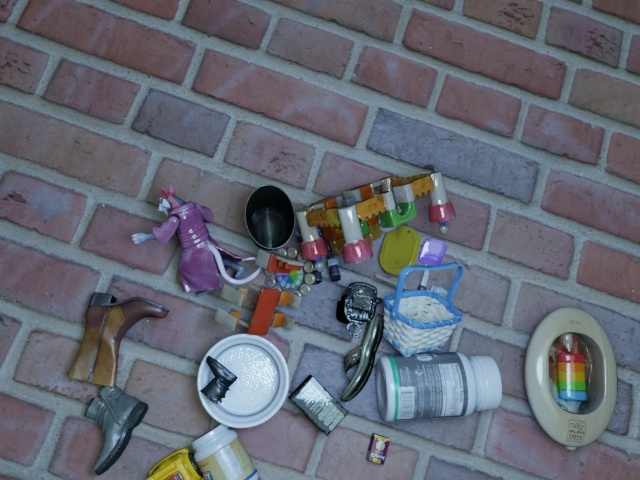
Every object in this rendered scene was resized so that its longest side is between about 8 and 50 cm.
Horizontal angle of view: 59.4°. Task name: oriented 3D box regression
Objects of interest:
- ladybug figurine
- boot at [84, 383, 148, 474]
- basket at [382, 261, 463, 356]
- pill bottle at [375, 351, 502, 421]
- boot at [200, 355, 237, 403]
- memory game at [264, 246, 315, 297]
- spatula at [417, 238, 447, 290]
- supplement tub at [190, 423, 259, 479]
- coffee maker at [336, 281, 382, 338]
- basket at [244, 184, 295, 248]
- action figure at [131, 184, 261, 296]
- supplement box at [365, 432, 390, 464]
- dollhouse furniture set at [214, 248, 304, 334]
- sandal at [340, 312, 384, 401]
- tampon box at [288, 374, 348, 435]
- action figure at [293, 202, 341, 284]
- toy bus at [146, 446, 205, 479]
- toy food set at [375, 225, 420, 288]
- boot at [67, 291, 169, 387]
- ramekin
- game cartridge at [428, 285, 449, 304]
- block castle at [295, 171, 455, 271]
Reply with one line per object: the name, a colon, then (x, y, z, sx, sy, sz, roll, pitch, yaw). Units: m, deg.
ladybug figurine: (0.803, 0.448, 1.841, 0.304, 0.162, 0.450, 9, 77, -3)
boot: (-0.658, 0.571, 1.722, 0.161, 0.083, 0.247, 27, 71, 8)
basket: (0.319, 0.206, 1.767, 0.254, 0.201, 0.289, 0, 118, -33)
pill bottle: (0.368, 0.459, 1.774, 0.360, 0.204, 0.204, -1, 78, -6)
boot: (-0.316, 0.414, 1.660, 0.121, 0.045, 0.099, 39, 80, 2)
memory game: (-0.104, 0.113, 1.857, 0.186, 0.012, 0.186, 0, 90, 20)
spatula: (0.357, 0.136, 1.932, 0.084, 0.030, 0.297, 20, 77, -1)
supplement tub: (-0.291, 0.667, 1.694, 0.144, 0.144, 0.200, -30, 82, -11)
coffee maker: (0.106, 0.227, 1.811, 0.120, 0.178, 0.171, 33, 75, 3)
basket: (-0.164, -0.049, 1.819, 0.154, 0.227, 0.205, -7, 78, -7)
action figure: (-0.401, -0.002, 1.751, 0.248, 0.275, 0.370, -39, 114, -36)
supplement box: (0.184, 0.666, 1.793, 0.054, 0.043, 0.083, 17, 77, -3)
dollhouse furniture set: (-0.157, 0.168, 1.715, 0.135, 0.262, 0.259, 22, 97, 40)
sandal: (0.128, 0.378, 1.826, 0.086, 0.120, 0.303, 15, 73, 21)
tampon box: (-0.009, 0.517, 1.766, 0.161, 0.120, 0.101, 45, 77, 5)
action figure: (0.000, 0.000, 1.897, 0.185, 0.099, 0.285, -5, 75, 0)
toy bus: (-0.404, 0.741, 1.634, 0.149, 0.211, 0.220, -31, 84, -13)
toy food set: (0.272, 0.060, 1.927, 0.128, 0.071, 0.218, 13, 74, 22)
boot: (-0.625, 0.313, 1.746, 0.263, 0.096, 0.281, 8, 70, -3)
ramekin: (-0.239, 0.435, 1.754, 0.277, 0.135, 0.278, 1, 78, -6)
game cartridge: (0.413, 0.191, 1.933, 0.083, 0.017, 0.056, 27, 80, 1)
block castle: (0.170, -0.054, 1.750, 0.453, 0.303, 0.213, -23, 105, -34)
